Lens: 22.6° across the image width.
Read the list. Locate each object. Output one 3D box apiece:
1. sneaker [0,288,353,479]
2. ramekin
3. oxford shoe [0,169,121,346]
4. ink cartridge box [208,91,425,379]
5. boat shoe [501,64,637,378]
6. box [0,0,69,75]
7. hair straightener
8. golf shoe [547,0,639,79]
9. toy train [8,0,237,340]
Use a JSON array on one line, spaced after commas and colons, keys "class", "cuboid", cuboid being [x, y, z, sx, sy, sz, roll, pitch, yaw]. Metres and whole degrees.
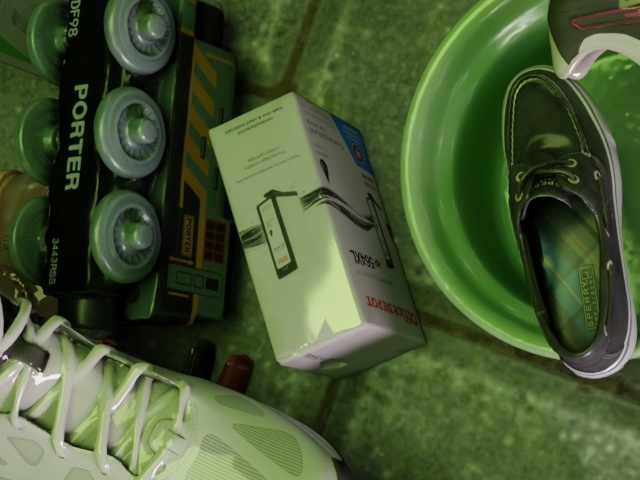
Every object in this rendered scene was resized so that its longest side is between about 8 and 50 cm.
[{"class": "sneaker", "cuboid": [-0.204, 0.125, 1.186, 0.447, 0.257, 0.169, 15, 69, 23]}, {"class": "ramekin", "cuboid": [0.226, -0.053, 1.210, 0.303, 0.148, 0.304, -5, 79, 25]}, {"class": "oxford shoe", "cuboid": [-0.249, 0.107, 1.423, 0.132, 0.130, 0.364, -5, 79, 18]}, {"class": "ink cartridge box", "cuboid": [0.000, 0.000, 1.308, 0.085, 0.148, 0.203, -23, 73, 18]}, {"class": "boat shoe", "cuboid": [0.164, -0.019, 1.106, 0.080, 0.076, 0.229, -12, 76, 23]}, {"class": "box", "cuboid": [-0.371, -0.258, 1.465, 0.231, 0.262, 0.127, 21, 91, 26]}, {"class": "hair straightener", "cuboid": [-0.138, 0.193, 1.405, 0.089, 0.047, 0.230, 22, 95, 27]}, {"class": "golf shoe", "cuboid": [0.284, -0.151, 1.074, 0.272, 0.105, 0.120, 12, 96, 28]}, {"class": "toy train", "cuboid": [-0.156, -0.075, 1.372, 0.142, 0.190, 0.334, -5, 77, 37]}]
